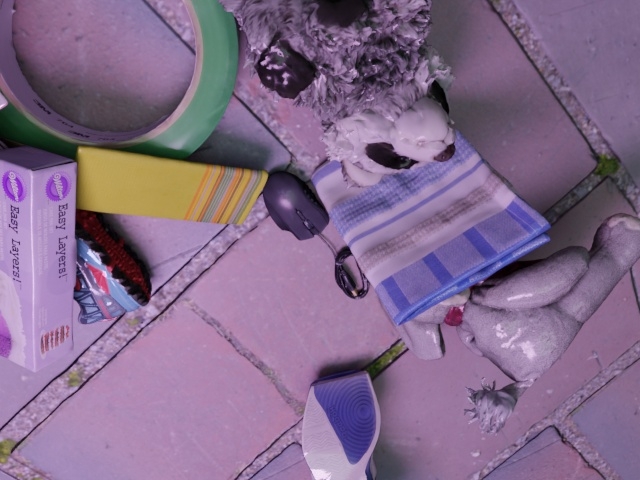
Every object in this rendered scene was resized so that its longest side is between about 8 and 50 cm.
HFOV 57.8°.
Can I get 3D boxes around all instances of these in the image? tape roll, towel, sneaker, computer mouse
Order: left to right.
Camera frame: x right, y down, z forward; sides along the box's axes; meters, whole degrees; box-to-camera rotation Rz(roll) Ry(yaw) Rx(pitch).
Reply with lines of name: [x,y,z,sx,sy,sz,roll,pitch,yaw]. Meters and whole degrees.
sneaker: [-0.343,0.008,0.753,0.125,0.104,0.261,-29,110,7]
tape roll: [-0.260,-0.233,0.690,0.322,0.077,0.320,-3,111,-9]
towel: [-0.189,-0.068,0.731,0.237,0.021,0.102,5,137,-33]
computer mouse: [0.000,0.000,0.841,0.071,0.041,0.242,-38,112,5]
sneaker: [0.031,0.373,0.945,0.128,0.182,0.315,-6,82,-9]
towel: [0.119,-0.051,0.723,0.209,0.285,0.034,-31,138,4]

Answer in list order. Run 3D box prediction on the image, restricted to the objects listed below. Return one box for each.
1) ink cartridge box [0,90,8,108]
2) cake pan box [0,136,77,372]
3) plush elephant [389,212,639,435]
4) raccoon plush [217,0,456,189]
ink cartridge box: [-0.495,-0.176,0.590,0.297,0.066,0.261,-30,98,4]
cake pan box: [-0.404,-0.006,0.687,0.246,0.070,0.266,19,114,16]
plush elephant: [0.220,0.069,0.813,0.255,0.271,0.330,40,63,15]
raccoon plush: [0.015,-0.272,0.669,0.216,0.299,0.446,-24,68,6]
